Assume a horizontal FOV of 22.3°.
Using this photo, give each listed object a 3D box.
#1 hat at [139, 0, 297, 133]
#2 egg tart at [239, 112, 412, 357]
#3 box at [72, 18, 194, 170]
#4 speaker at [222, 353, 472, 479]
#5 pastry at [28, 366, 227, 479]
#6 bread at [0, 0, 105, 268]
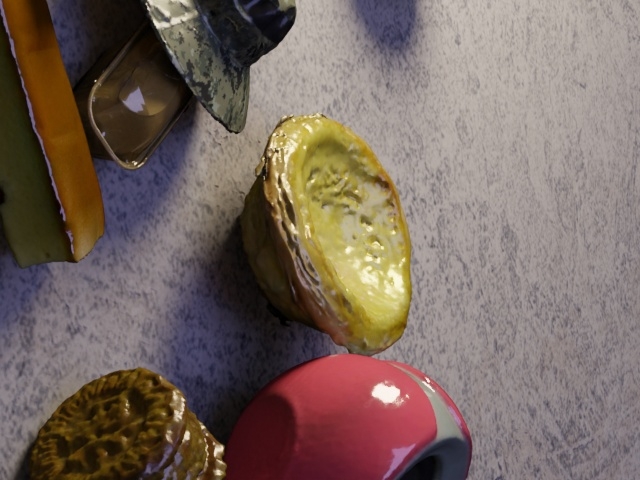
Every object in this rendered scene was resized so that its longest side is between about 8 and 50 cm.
[{"bbox_3d":[-0.100,-0.262,1.763,0.265,0.128,0.265,58,12,-20],"label":"hat"},{"bbox_3d":[0.000,0.000,1.920,0.315,0.120,0.315,36,44,-45],"label":"egg tart"},{"bbox_3d":[-0.196,-0.154,1.713,0.111,0.111,0.177,59,44,-31],"label":"box"},{"bbox_3d":[0.036,0.270,1.840,0.294,0.294,0.294,9,79,-53],"label":"speaker"},{"bbox_3d":[-0.194,0.220,1.601,0.103,0.188,0.189,57,45,-36],"label":"pastry"},{"bbox_3d":[-0.295,-0.159,1.569,0.138,0.077,0.361,-68,145,-75],"label":"bread"}]
